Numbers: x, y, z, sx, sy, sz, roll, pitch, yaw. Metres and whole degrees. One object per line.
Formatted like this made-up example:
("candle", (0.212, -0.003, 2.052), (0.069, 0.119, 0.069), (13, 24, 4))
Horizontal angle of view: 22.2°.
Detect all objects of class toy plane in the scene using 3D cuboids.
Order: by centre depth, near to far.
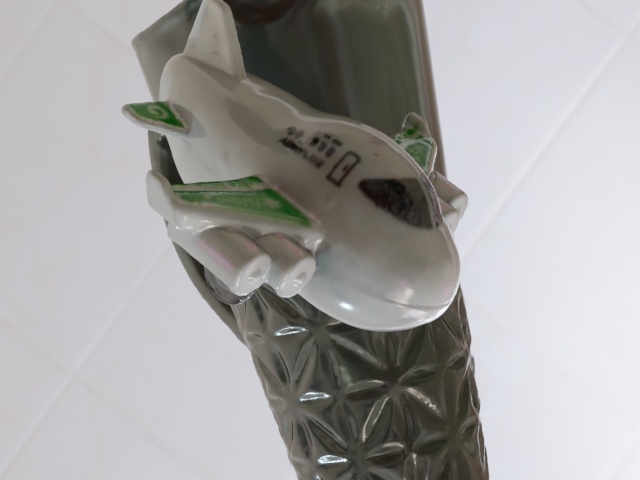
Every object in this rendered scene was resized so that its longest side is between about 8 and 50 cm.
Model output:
("toy plane", (-0.008, -0.028, 0.696), (0.174, 0.080, 0.174), (19, -148, -12))

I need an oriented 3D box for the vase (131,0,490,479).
("vase", (0.000, 0.000, 0.877), (0.156, 0.300, 0.251), (-18, -174, -40))
